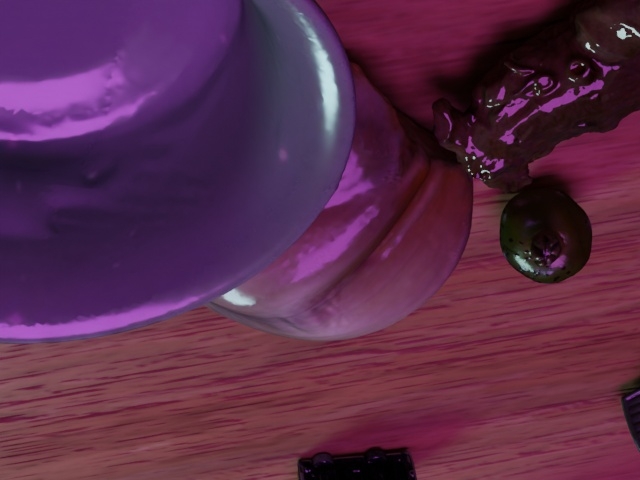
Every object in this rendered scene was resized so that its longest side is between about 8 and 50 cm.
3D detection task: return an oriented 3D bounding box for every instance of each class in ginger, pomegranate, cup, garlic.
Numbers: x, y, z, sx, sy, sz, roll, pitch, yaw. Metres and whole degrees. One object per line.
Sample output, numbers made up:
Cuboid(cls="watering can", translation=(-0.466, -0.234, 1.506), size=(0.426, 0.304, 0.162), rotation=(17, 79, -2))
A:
Cuboid(cls="ginger", translation=(0.204, -0.127, 1.154), size=(0.290, 0.084, 0.122), rotation=(-37, 129, 26))
Cuboid(cls="pomegranate", translation=(0.167, 0.003, 1.301), size=(0.073, 0.085, 0.073), rotation=(-1, 133, -1))
Cuboid(cls="cup", translation=(-0.163, -0.107, 1.019), size=(0.347, 0.163, 0.347), rotation=(-7, 142, -6))
Cuboid(cls="garlic", translation=(0.000, 0.000, 1.240), size=(0.228, 0.110, 0.217), rotation=(-35, 139, 25))

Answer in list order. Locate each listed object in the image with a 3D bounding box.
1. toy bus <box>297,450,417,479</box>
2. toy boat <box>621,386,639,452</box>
Cuboid(cls="toy bus", translation=(0.032, 0.221, 1.556), size=(0.102, 0.052, 0.058), rotation=(-3, 142, -8))
Cuboid(cls="toy boat", translation=(0.381, 0.113, 1.497), size=(0.260, 0.078, 0.085), rotation=(-23, 155, 16))
